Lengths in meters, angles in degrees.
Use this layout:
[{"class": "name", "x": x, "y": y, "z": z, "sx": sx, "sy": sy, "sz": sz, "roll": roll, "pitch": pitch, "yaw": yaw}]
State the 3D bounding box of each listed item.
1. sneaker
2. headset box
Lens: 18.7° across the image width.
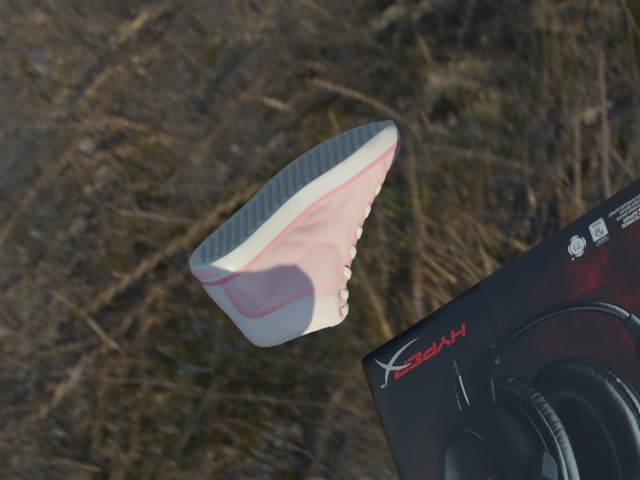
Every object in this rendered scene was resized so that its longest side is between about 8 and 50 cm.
[{"class": "sneaker", "x": 0.000, "y": 0.000, "z": 0.970, "sx": 0.134, "sy": 0.070, "sz": 0.051, "roll": -42, "pitch": 21, "yaw": -27}, {"class": "headset box", "x": 0.166, "y": 0.138, "z": 0.858, "sx": 0.218, "sy": 0.110, "sz": 0.293, "roll": -35, "pitch": 61, "yaw": 34}]
